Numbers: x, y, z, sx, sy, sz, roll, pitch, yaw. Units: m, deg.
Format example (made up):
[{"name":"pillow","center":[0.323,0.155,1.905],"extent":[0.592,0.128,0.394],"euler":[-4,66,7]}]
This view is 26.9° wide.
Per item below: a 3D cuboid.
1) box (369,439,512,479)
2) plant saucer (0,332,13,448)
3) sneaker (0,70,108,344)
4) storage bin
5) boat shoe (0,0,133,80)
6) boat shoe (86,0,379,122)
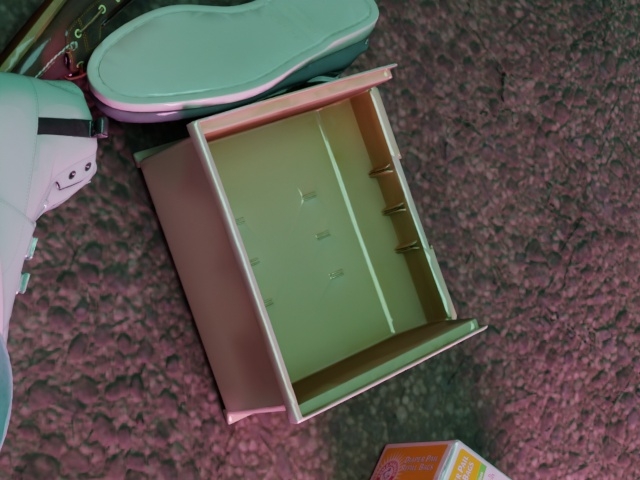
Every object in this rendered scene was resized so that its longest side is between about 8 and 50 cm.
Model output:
[{"name":"box","center":[0.144,0.284,1.270],"extent":[0.203,0.114,0.103],"euler":[39,61,-24]},{"name":"plant saucer","center":[-0.307,0.114,0.932],"extent":[0.195,0.037,0.195],"euler":[-9,102,-45]},{"name":"sneaker","center":[-0.231,-0.005,1.048],"extent":[0.151,0.094,0.256],"euler":[-10,109,-51]},{"name":"storage bin","center":[0.000,0.000,1.219],"extent":[0.260,0.123,0.262],"euler":[-21,93,-37]},{"name":"boat shoe","center":[-0.211,-0.175,1.131],"extent":[0.073,0.073,0.207],"euler":[42,59,-20]},{"name":"boat shoe","center":[-0.077,-0.152,1.203],"extent":[0.319,0.099,0.116],"euler":[-27,65,-40]}]
